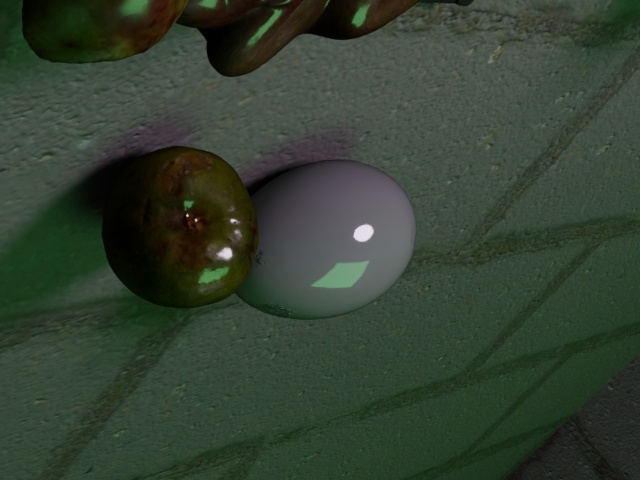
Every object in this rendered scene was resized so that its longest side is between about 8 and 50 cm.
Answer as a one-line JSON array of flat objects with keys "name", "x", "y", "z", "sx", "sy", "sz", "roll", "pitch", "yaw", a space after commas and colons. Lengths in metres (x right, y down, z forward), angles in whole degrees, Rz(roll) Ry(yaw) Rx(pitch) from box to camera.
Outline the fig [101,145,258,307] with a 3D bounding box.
[{"name": "fig", "x": -0.132, "y": 0.002, "z": 1.151, "sx": 0.127, "sy": 0.133, "sz": 0.185, "roll": -29, "pitch": 179, "yaw": -41}]

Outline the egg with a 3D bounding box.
[{"name": "egg", "x": 0.000, "y": 0.000, "z": 1.315, "sx": 0.199, "sy": 0.146, "sz": 0.146, "roll": -16, "pitch": 151, "yaw": -31}]

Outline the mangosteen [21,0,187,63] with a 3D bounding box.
[{"name": "mangosteen", "x": -0.107, "y": -0.191, "z": 0.576, "sx": 0.228, "sy": 0.265, "sz": 0.228, "roll": -13, "pitch": 140, "yaw": -12}]

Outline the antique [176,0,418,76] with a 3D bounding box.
[{"name": "antique", "x": -0.011, "y": -0.205, "z": 0.910, "sx": 0.257, "sy": 0.121, "sz": 0.143, "roll": -25, "pitch": 149, "yaw": -31}]

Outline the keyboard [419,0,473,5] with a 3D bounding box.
[{"name": "keyboard", "x": 0.154, "y": -0.285, "z": 1.143, "sx": 0.072, "sy": 0.023, "sz": 0.231, "roll": -6, "pitch": 143, "yaw": -43}]
